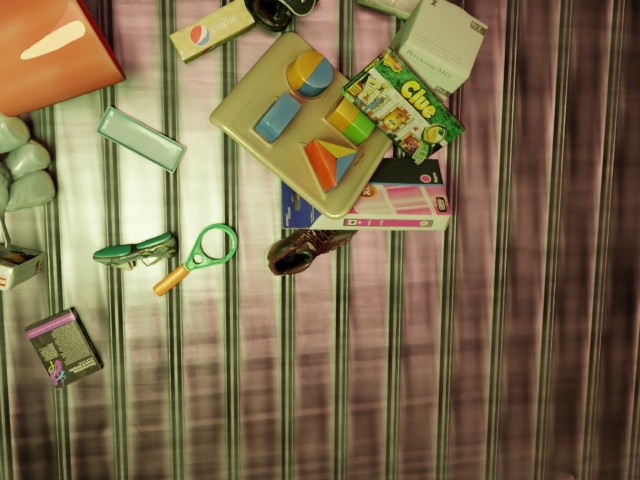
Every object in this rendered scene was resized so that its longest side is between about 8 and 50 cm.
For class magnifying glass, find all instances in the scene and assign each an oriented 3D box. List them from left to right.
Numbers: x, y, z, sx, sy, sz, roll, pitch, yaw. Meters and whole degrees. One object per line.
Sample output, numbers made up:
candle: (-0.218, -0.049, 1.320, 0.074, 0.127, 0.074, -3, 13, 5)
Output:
magnifying glass: (-0.293, 0.049, 1.417, 0.231, 0.026, 0.092, -39, 100, -2)

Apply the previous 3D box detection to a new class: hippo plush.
hippo plush: (-0.728, -0.122, 1.281, 0.236, 0.234, 0.295, -4, 82, 24)

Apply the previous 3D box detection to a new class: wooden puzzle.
wooden puzzle: (-0.012, -0.263, 1.304, 0.347, 0.080, 0.322, 37, 61, -8)

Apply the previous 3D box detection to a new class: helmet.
helmet: (-0.072, -0.545, 1.294, 0.169, 0.169, 0.162, 27, 74, -9)

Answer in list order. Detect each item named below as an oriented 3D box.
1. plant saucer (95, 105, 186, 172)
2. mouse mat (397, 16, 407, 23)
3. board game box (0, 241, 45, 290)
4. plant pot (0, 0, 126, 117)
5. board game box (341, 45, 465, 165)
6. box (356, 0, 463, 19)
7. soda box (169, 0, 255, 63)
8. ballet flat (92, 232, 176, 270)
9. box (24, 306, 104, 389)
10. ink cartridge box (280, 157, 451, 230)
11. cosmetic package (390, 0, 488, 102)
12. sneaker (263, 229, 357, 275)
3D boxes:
plant saucer: (-0.403, -0.226, 1.370, 0.192, 0.018, 0.067, 28, 93, -10)
mouse mat: (0.192, -0.599, 1.393, 0.189, 0.007, 0.153, 37, 92, -10)
board game box: (-0.767, 0.027, 1.273, 0.305, 0.193, 0.053, 15, 96, -9)
plant pot: (-0.561, -0.385, 1.194, 0.243, 0.275, 0.275, -30, 100, -6)
board game box: (0.181, -0.280, 1.302, 0.136, 0.030, 0.259, -38, 123, 25)
box: (0.215, -0.592, 1.364, 0.230, 0.056, 0.183, 17, 95, -8)
soda box: (-0.235, -0.460, 1.337, 0.181, 0.058, 0.061, -29, 100, -1)
ballet flat: (-0.419, 0.037, 1.382, 0.188, 0.070, 0.070, -13, 99, -1)
box: (-0.591, 0.249, 1.405, 0.116, 0.029, 0.162, -23, 98, -2)
ink cartridge box: (0.097, -0.107, 1.371, 0.370, 0.069, 0.176, -1, 53, -5)
cosmetic package: (0.234, -0.398, 1.314, 0.151, 0.183, 0.152, 27, 70, -8)
sneaker: (0.000, 0.000, 1.371, 0.281, 0.162, 0.106, -38, 100, 0)
